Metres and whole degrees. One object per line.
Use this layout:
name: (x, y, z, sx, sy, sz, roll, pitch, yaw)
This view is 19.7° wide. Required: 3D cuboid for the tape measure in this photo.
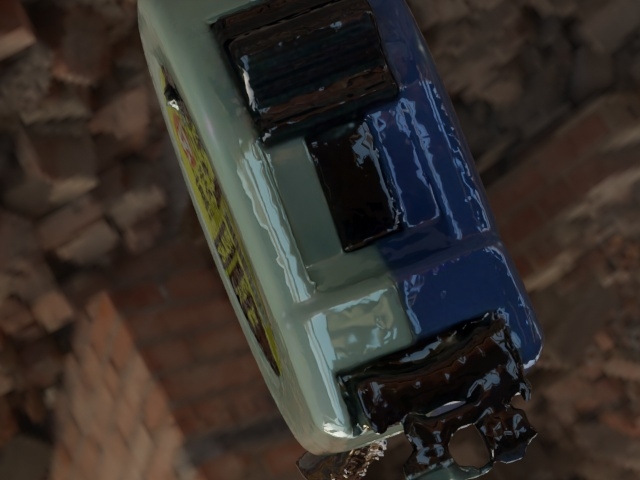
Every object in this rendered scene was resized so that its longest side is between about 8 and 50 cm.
tape measure: (0.000, 0.000, 0.771, 0.098, 0.215, 0.351, -20, 174, -9)
